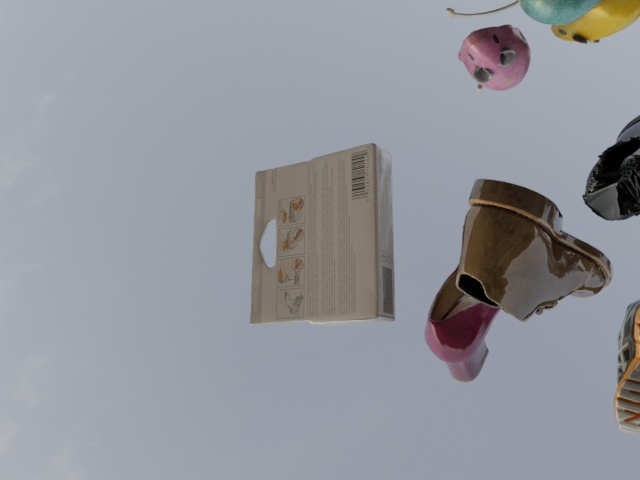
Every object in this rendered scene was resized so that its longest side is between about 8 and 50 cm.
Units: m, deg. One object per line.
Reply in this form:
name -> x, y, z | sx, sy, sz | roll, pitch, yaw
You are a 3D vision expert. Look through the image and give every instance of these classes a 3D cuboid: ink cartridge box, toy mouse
ink cartridge box -> 0.000, 0.000, 1.086 | 0.261, 0.066, 0.296 | -8, -106, 33
toy mouse -> 0.127, -0.123, 0.356 | 0.143, 0.161, 0.031 | -16, -103, -36

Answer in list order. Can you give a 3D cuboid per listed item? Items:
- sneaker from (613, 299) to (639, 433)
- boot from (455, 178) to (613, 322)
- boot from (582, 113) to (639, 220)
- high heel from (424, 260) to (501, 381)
sneaker -> 0.498, 0.191, 0.961 | 0.084, 0.083, 0.214 | 13, -89, 1
boot -> 0.233, 0.035, 0.685 | 0.112, 0.305, 0.115 | 17, -94, 42
boot -> 0.434, -0.105, 0.860 | 0.207, 0.246, 0.094 | -37, -97, -14
high heel -> 0.284, 0.052, 1.103 | 0.127, 0.181, 0.377 | 1, -128, 30
